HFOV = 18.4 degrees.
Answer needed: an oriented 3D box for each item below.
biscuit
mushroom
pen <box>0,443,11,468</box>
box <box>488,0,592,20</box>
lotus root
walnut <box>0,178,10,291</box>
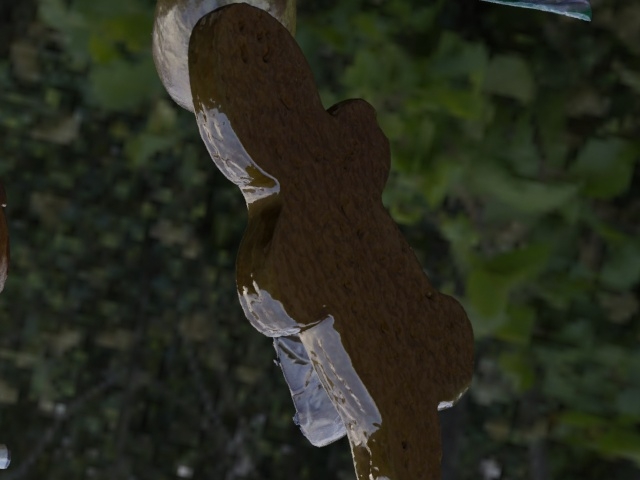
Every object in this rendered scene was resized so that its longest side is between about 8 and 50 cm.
[{"bbox_3d":[-0.001,0.001,1.615,0.064,0.432,0.283,-16,-151,29],"label":"biscuit"},{"bbox_3d":[0.025,0.145,2.496,0.151,0.286,0.156,-13,-138,5],"label":"mushroom"},{"bbox_3d":[-0.392,0.201,1.874,0.204,0.025,0.025,6,-172,-30],"label":"pen"},{"bbox_3d":[0.253,-0.435,2.265,0.264,0.337,0.106,6,-173,-29],"label":"box"},{"bbox_3d":[-0.097,-0.203,1.970,0.145,0.260,0.128,-27,-118,-21],"label":"lotus root"},{"bbox_3d":[-0.395,-0.017,2.198,0.115,0.207,0.116,-13,172,-2],"label":"walnut"}]
